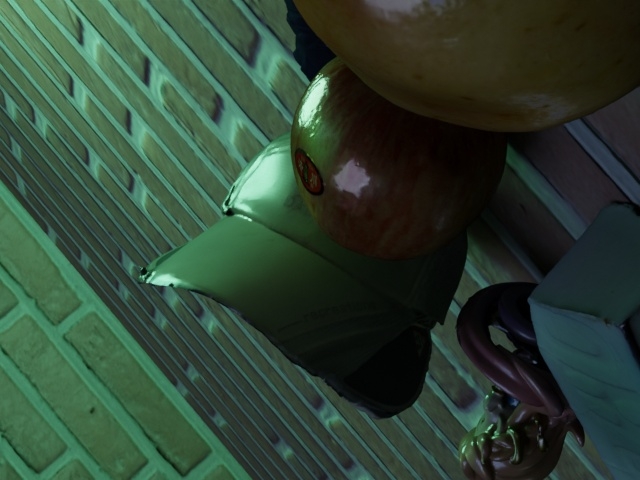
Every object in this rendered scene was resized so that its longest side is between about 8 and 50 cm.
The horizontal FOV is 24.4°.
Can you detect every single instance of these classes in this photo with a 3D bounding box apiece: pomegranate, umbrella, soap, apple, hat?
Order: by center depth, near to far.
[{"bbox_3d":[0.078,-0.142,0.621,0.209,0.209,0.209,45,163,18],"label":"pomegranate"},{"bbox_3d":[0.220,0.090,0.947,0.230,0.091,0.145,56,162,-22],"label":"soap"},{"bbox_3d":[0.051,-0.057,0.975,0.146,0.146,0.131,42,132,26],"label":"apple"},{"bbox_3d":[0.012,-0.142,1.055,0.071,0.071,0.248,44,166,22],"label":"umbrella"},{"bbox_3d":[-0.005,0.005,1.085,0.232,0.275,0.161,25,119,23],"label":"hat"}]

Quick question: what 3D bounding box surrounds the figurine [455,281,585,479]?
[{"bbox_3d":[0.154,0.114,1.068,0.114,0.126,0.157,5,104,22],"label":"figurine"}]
